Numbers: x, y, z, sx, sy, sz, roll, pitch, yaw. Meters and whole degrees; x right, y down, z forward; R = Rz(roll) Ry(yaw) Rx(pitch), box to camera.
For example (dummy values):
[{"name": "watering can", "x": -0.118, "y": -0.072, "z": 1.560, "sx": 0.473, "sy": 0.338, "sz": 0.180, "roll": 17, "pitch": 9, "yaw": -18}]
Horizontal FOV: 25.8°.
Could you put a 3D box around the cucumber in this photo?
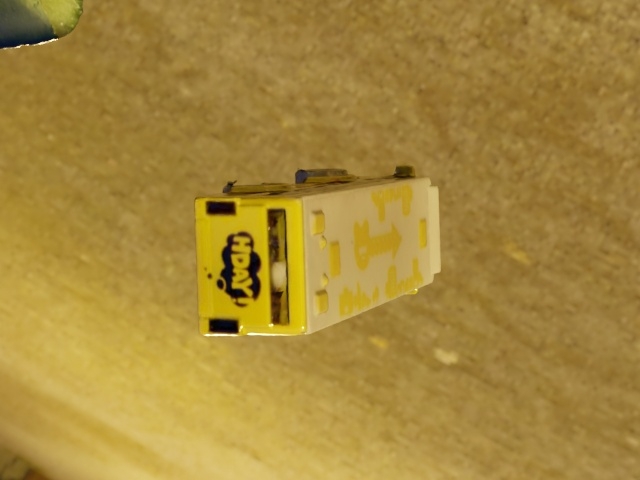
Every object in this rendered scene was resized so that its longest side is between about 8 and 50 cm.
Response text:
[{"name": "cucumber", "x": -0.259, "y": -0.221, "z": 1.151, "sx": 0.115, "sy": 0.062, "sz": 0.116, "roll": -3, "pitch": 114, "yaw": 33}]

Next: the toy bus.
[{"name": "toy bus", "x": 0.000, "y": 0.000, "z": 0.763, "sx": 0.074, "sy": 0.081, "sz": 0.226, "roll": -2, "pitch": -177, "yaw": 21}]
